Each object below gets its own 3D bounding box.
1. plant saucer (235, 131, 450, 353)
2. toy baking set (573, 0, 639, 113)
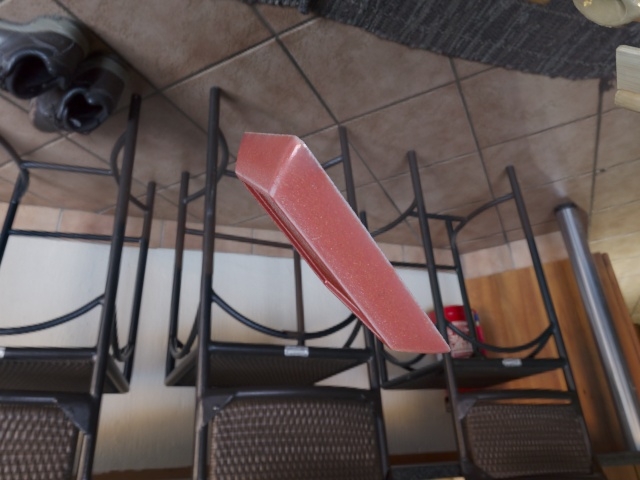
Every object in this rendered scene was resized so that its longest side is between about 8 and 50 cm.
[{"bbox_3d":[0.000,0.000,0.517,0.047,0.259,0.258,-40,112,-7],"label":"plant saucer"},{"bbox_3d":[0.207,-0.073,0.189,0.196,0.256,0.030,34,96,-23],"label":"toy baking set"}]
